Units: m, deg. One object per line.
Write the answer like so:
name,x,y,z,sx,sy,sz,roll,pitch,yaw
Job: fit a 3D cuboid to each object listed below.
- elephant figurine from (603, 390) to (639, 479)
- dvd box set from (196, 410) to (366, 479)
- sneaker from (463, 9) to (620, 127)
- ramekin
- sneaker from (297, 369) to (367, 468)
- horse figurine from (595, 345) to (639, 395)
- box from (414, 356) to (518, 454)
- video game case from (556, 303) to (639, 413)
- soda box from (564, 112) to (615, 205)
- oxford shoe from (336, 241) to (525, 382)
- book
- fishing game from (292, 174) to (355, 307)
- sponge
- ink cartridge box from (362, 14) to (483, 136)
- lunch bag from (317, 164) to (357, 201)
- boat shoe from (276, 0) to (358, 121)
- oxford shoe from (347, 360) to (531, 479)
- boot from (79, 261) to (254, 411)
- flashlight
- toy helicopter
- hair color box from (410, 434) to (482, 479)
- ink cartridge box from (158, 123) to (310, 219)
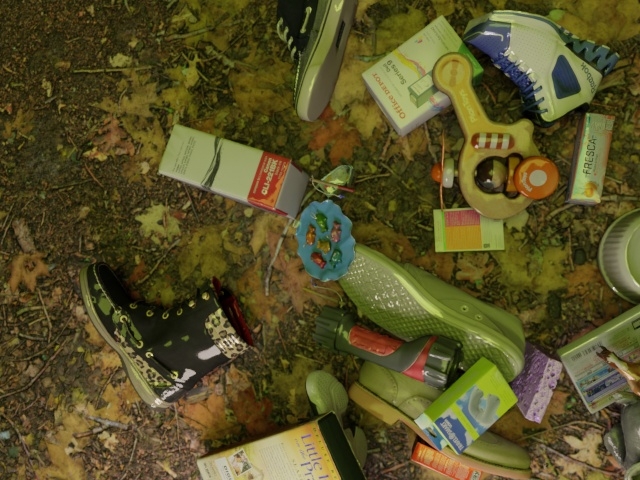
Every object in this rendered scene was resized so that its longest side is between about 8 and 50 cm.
elephant figurine,0.635,0.421,1.082,0.186,0.169,0.239,30,111,39
dvd box set,-0.066,0.542,1.150,0.420,0.062,0.308,-33,79,38
sneaker,0.435,-0.329,1.135,0.315,0.127,0.182,15,97,-13
ramekin,0.668,0.031,1.108,0.207,0.109,0.207,-1,87,11
sneaker,-0.011,0.384,1.185,0.153,0.101,0.269,-10,120,26
horse figurine,0.648,0.269,1.045,0.263,0.174,0.066,7,111,-31
box,0.274,0.316,1.058,0.178,0.042,0.109,-40,114,-7
video game case,0.590,0.227,1.103,0.212,0.023,0.193,-33,118,8
soda box,0.554,-0.166,1.163,0.058,0.063,0.183,11,89,12
oxford shoe,0.225,0.133,1.189,0.449,0.130,0.169,30,137,19
book,0.319,-0.024,1.219,0.144,0.035,0.096,-2,84,11
fishing game,0.000,0.000,1.223,0.189,0.041,0.264,22,112,44
sponge,0.411,0.266,1.095,0.031,0.210,0.117,21,92,9
ink cartridge box,0.219,-0.351,1.224,0.212,0.093,0.154,-34,82,9
lunch bag,0.045,-0.130,1.257,0.083,0.071,0.053,-39,78,6
boat shoe,-0.035,-0.441,1.275,0.158,0.127,0.341,16,82,18
oxford shoe,0.258,0.350,1.160,0.397,0.140,0.146,25,87,10
boot,-0.349,0.166,1.286,0.284,0.138,0.377,-31,86,9
flashlight,0.130,0.207,1.146,0.304,0.103,0.103,17,60,29
toy helicopter,0.310,-0.207,1.152,0.235,0.140,0.355,-25,95,16
hair color box,0.264,0.461,1.185,0.141,0.072,0.043,21,91,11
ink cartridge box,-0.183,-0.146,1.239,0.273,0.197,0.114,18,89,11
